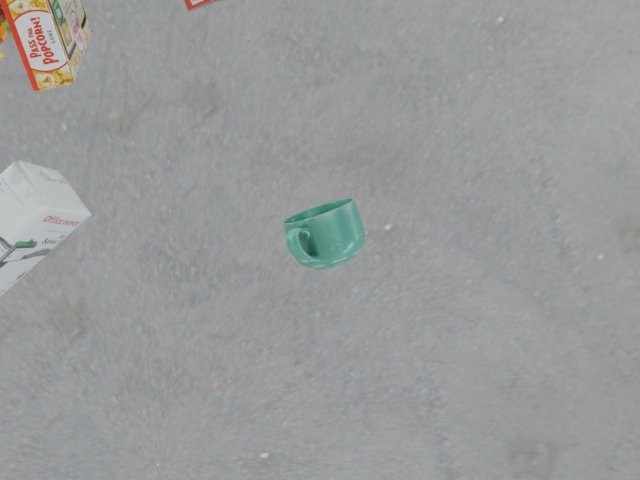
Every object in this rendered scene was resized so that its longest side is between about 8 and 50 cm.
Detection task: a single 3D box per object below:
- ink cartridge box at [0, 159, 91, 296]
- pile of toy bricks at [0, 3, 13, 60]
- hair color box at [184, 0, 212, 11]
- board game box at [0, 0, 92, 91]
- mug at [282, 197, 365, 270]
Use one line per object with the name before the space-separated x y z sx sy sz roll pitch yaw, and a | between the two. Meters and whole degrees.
ink cartridge box | -0.466 -0.006 1.453 0.219 0.160 0.092 -41 83 6
pile of toy bricks | -0.517 -0.367 1.686 0.105 0.118 0.212 39 61 -38
hair color box | -0.133 -0.389 1.485 0.141 0.072 0.043 -30 106 -34
board game box | -0.286 -0.268 0.988 0.045 0.146 0.193 -11 122 3
mug | 0.000 -0.002 1.687 0.158 0.129 0.097 -23 100 -23
